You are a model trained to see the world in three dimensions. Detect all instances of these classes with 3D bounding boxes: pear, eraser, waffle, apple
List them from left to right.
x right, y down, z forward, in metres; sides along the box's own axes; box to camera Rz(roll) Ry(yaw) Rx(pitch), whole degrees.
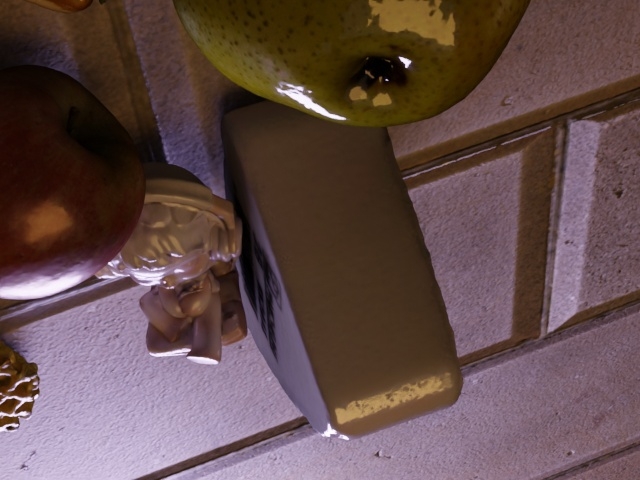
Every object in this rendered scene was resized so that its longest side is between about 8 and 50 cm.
[{"bbox_3d":[-0.389,0.165,1.453,0.194,0.051,0.149,-6,138,-26],"label":"waffle"},{"bbox_3d":[-0.249,-0.046,1.158,0.174,0.188,0.188,-35,144,26],"label":"apple"},{"bbox_3d":[0.000,0.000,1.352,0.149,0.331,0.331,-14,143,-13],"label":"eraser"},{"bbox_3d":[0.028,-0.221,1.023,0.294,0.294,0.294,-17,143,-13],"label":"pear"}]

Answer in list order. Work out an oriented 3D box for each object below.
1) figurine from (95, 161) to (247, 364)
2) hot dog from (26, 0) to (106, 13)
[{"bbox_3d":[-0.150,0.012,1.329,0.162,0.141,0.237,-7,143,7],"label":"figurine"},{"bbox_3d":[-0.235,-0.224,1.055,0.188,0.055,0.072,13,100,-47],"label":"hot dog"}]
